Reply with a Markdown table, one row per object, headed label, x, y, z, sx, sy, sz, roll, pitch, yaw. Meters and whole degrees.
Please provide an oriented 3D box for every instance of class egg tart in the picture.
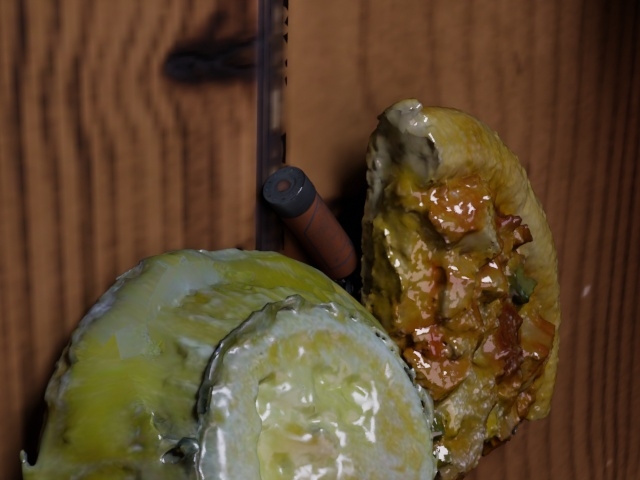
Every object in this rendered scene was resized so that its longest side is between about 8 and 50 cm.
| label | x | y | z | sx | sy | sz | roll | pitch | yaw |
| --- | --- | --- | --- | --- | --- | --- | --- | --- | --- |
| egg tart | -0.020 | 0.085 | 0.509 | 0.197 | 0.078 | 0.197 | 15 | 66 | -38 |

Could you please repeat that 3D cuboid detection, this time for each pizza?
| label | x | y | z | sx | sy | sz | roll | pitch | yaw |
| --- | --- | --- | --- | --- | --- | --- | --- | --- | --- |
| pizza | 0.075 | 0.050 | 0.647 | 0.197 | 0.058 | 0.292 | -59 | 145 | -28 |

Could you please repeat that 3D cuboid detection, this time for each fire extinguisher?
| label | x | y | z | sx | sy | sz | roll | pitch | yaw |
| --- | --- | --- | --- | --- | --- | --- | --- | --- | --- |
| fire extinguisher | 0.000 | 0.000 | 0.586 | 0.083 | 0.022 | 0.028 | 55 | 26 | -46 |
